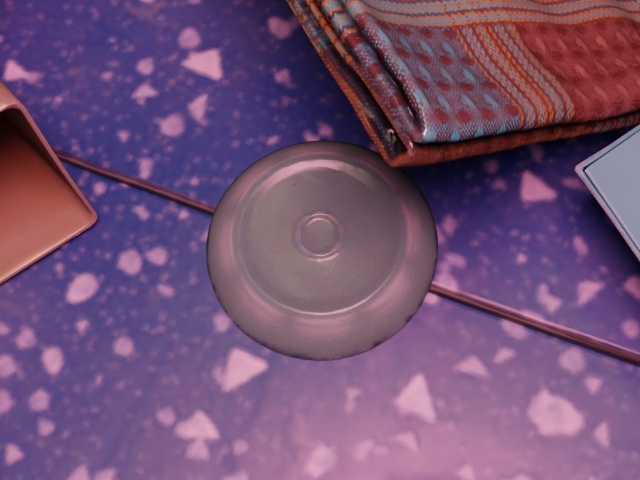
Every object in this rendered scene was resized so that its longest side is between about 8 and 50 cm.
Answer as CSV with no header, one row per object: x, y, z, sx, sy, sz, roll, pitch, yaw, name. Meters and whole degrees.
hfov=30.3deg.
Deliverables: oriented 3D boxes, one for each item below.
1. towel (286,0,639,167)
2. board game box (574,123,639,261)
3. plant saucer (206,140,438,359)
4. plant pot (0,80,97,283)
0.040,-0.205,0.580,0.271,0.040,0.370,-14,66,-42,towel
0.319,-0.023,0.482,0.336,0.079,0.253,-37,71,21,board game box
0.000,0.000,0.598,0.119,0.021,0.119,-1,71,3,plant saucer
-0.194,-0.039,0.584,0.109,0.109,0.096,-33,59,-8,plant pot
